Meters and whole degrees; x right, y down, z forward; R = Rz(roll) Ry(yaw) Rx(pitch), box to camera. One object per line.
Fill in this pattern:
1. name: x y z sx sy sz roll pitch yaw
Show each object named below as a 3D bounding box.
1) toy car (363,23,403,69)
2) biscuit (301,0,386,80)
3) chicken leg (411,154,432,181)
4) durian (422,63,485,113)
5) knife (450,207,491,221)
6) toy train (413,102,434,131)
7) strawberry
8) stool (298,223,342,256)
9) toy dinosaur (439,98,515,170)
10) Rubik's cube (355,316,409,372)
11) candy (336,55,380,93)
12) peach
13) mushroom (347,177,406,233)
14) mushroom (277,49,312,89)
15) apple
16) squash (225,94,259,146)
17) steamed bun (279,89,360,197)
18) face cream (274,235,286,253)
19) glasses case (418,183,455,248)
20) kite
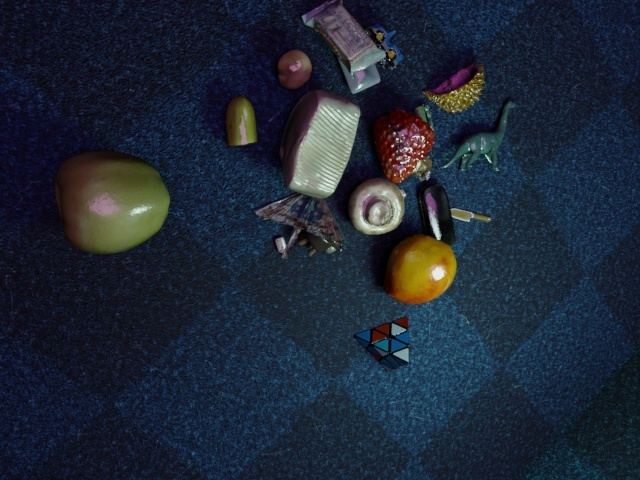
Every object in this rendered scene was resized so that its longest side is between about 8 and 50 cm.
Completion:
1. toy car: 0.255 -0.778 1.874 0.100 0.097 0.191 -45 112 -10
2. biscuit: 0.094 -0.778 1.789 0.186 0.079 0.309 -39 84 -11
3. chicken leg: 0.389 -0.319 2.028 0.196 0.080 0.125 1 106 -16
4. durian: 0.609 -0.635 2.023 0.260 0.154 0.186 -42 136 2
5. knife: 0.692 -0.111 2.202 0.255 0.022 0.046 10 102 -20
6. toy train: 0.445 -0.511 2.026 0.070 0.038 0.148 -21 106 -14
7. strawberry: 0.313 -0.398 1.914 0.253 0.150 0.280 38 98 0
8. stool: 0.000 0.000 1.943 0.121 0.125 0.217 -39 138 19
9. toy dinosaur: 0.704 -0.478 2.103 0.383 0.129 0.331 0 90 -18
10. Rubik's cube: 0.316 0.426 2.168 0.250 0.284 0.234 33 67 10
11. candy: 0.152 -0.687 1.870 0.138 0.071 0.174 -27 107 -10
12. peach: 0.424 0.136 2.029 0.289 0.289 0.308 35 82 -22
13. mushroom: 0.236 -0.141 1.955 0.254 0.184 0.255 1 102 3
14. mushroom: -0.099 -0.640 1.773 0.148 0.148 0.112 -39 71 -8
15. apple: -0.689 -0.127 1.558 0.357 0.357 0.358 -4 102 -18
16. squash: -0.293 -0.443 1.746 0.123 0.123 0.187 -6 104 -18
17. steamed bun: -0.021 -0.370 1.797 0.246 0.236 0.384 10 104 -30
18. face cream: -0.159 0.025 1.939 0.040 0.021 0.083 -21 108 -13
19. glasses case: 0.524 -0.095 2.115 0.122 0.082 0.321 -20 106 -15
20. kite: -0.072 -0.080 1.858 0.405 0.014 0.369 19 62 9
